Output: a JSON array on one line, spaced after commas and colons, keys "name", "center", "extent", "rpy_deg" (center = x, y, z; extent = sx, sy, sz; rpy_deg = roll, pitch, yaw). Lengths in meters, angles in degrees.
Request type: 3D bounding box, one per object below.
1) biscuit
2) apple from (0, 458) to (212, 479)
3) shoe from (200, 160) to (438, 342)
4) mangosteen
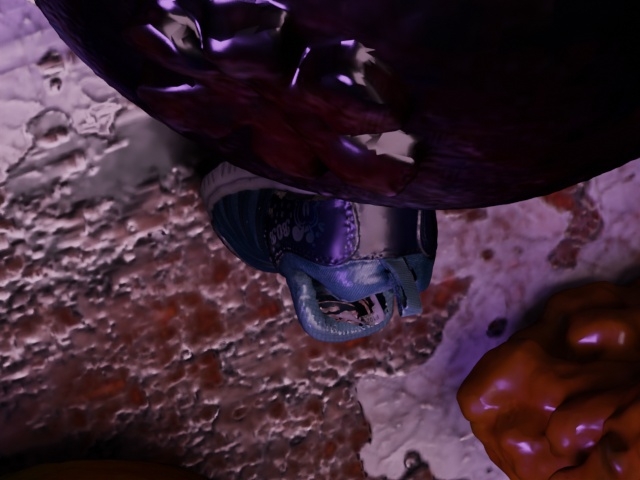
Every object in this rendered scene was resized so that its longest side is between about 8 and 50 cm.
[{"name": "biscuit", "center": [0.256, 0.090, 1.061], "extent": [0.318, 0.312, 0.110], "rpy_deg": [-16, 113, -11]}, {"name": "apple", "center": [-0.123, 0.229, 1.053], "extent": [0.226, 0.246, 0.246], "rpy_deg": [34, 96, -9]}, {"name": "shoe", "center": [0.000, 0.000, 0.997], "extent": [0.092, 0.207, 0.106], "rpy_deg": [-6, 90, -19]}, {"name": "mangosteen", "center": [0.046, -0.228, 0.808], "extent": [0.382, 0.382, 0.435], "rpy_deg": [34, 62, -28]}]
